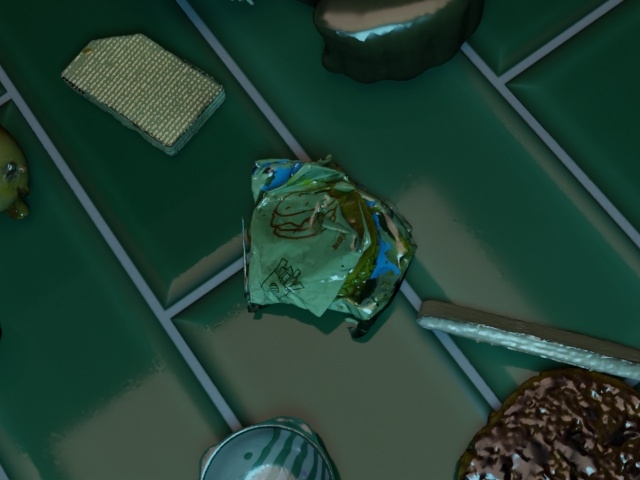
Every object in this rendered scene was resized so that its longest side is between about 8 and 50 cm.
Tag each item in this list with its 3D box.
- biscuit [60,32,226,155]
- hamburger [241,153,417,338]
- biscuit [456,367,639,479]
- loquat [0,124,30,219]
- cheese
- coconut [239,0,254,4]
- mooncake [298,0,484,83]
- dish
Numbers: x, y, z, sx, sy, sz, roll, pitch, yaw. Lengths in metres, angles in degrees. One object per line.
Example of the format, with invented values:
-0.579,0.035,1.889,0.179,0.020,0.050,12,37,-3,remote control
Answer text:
-0.300,-0.260,1.511,0.252,0.052,0.150,33,74,13,biscuit
0.006,-0.005,1.348,0.276,0.150,0.260,13,75,9,hamburger
0.345,0.342,1.241,0.334,0.081,0.289,-38,72,-11,biscuit
-0.543,-0.112,1.428,0.204,0.172,0.149,46,79,-15,loquat
0.339,0.151,1.305,0.400,0.085,0.034,14,102,8,cheese
-0.221,-0.567,1.441,0.346,0.360,0.346,-1,71,3,coconut
0.107,-0.438,1.461,0.351,0.187,0.351,-3,71,8,mooncake
-0.058,0.369,1.270,0.246,0.078,0.224,27,77,14,dish
